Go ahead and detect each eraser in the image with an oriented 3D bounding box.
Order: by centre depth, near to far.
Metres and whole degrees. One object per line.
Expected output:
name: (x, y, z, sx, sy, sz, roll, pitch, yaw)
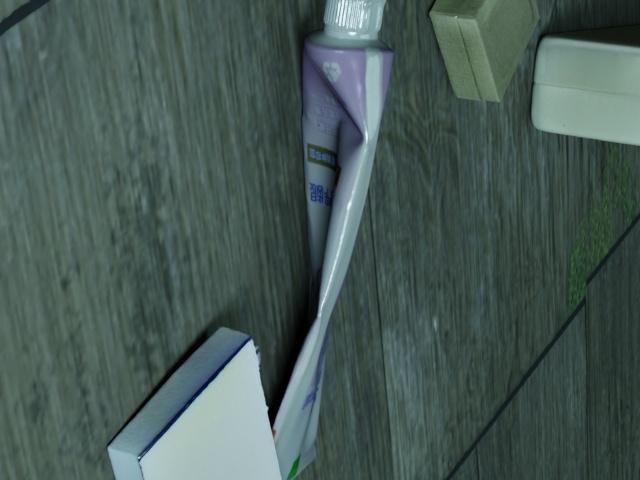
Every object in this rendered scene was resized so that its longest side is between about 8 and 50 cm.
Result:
eraser: (-0.058, 0.132, 0.990, 0.104, 0.023, 0.150, -48, 141, -40)

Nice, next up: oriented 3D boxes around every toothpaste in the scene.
toothpaste: (0.000, 0.000, 1.038, 0.075, 0.048, 0.301, -87, -175, -70)

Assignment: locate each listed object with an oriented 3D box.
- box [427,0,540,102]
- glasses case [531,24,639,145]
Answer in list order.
box: (0.106, -0.142, 1.205, 0.079, 0.035, 0.083, -62, 150, -30)
glasses case: (0.273, -0.121, 1.436, 0.313, 0.131, 0.070, -16, 114, -61)
